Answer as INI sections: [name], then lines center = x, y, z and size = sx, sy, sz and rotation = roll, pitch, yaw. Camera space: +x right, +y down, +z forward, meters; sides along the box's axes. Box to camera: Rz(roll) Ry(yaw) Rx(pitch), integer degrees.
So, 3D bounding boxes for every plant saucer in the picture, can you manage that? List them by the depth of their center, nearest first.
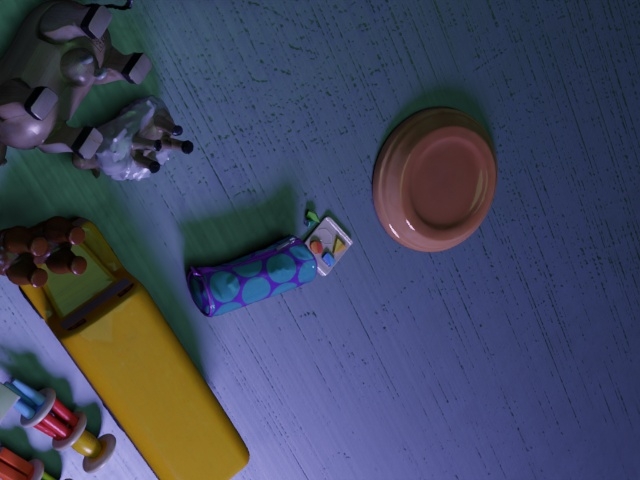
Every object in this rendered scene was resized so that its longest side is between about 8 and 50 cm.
[plant saucer]
center = 0.164, -0.079, 1.279
size = 0.200, 0.037, 0.200
rotation = -8, 107, -26

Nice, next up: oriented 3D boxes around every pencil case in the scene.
[pencil case]
center = -0.083, 0.042, 1.159
size = 0.152, 0.064, 0.070
rotation = -20, 128, -23

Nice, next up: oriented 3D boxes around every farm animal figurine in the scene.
[farm animal figurine]
center = -0.319, -0.135, 0.928
size = 0.327, 0.172, 0.330
rotation = -48, 134, -31

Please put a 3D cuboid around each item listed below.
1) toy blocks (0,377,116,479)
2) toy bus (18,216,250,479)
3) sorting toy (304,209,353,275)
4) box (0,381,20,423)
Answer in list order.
[toy blocks]
center = -0.326, 0.234, 1.082
size = 0.123, 0.054, 0.148
rotation = -49, 120, -10
[toy bus]
center = -0.213, 0.139, 1.075
size = 0.108, 0.130, 0.332
rotation = -36, 117, -16
[sorting toy]
center = 0.000, 0.000, 1.224
size = 0.062, 0.012, 0.083
rotation = -49, 120, -9
[box]
center = -0.455, 0.169, 0.899
size = 0.243, 0.117, 0.213
rotation = 38, 68, -14
